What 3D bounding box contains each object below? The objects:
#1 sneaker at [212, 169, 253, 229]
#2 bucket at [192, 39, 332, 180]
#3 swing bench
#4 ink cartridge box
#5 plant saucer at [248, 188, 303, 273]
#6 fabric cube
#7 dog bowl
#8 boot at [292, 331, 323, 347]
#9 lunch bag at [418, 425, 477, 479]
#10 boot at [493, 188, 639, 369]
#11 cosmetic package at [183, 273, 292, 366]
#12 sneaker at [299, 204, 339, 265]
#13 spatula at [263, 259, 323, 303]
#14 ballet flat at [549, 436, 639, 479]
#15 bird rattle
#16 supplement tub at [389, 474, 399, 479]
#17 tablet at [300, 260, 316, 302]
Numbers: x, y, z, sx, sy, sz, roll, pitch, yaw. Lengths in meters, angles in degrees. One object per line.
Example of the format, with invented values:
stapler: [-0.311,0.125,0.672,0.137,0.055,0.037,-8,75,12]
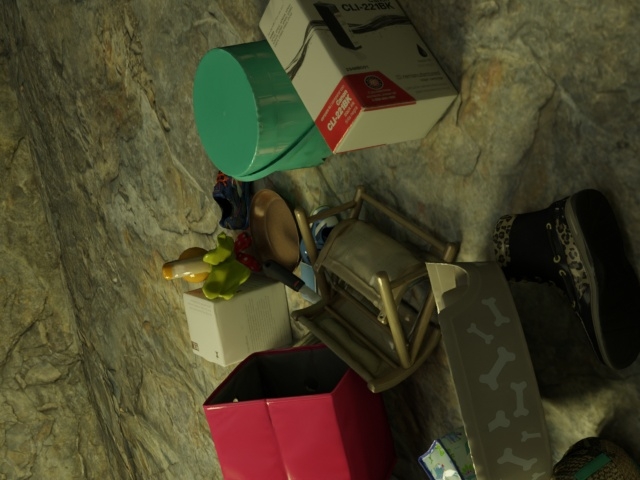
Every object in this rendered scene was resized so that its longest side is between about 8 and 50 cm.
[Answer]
sneaker: [-0.202,-0.125,1.831,0.083,0.087,0.221,-6,97,56]
bucket: [-0.106,-0.251,1.548,0.281,0.183,0.281,27,124,49]
swing bench: [0.083,0.080,1.425,0.253,0.165,0.254,38,137,42]
ink cartridge box: [0.055,-0.287,1.281,0.272,0.197,0.114,60,143,21]
plant saucer: [-0.088,-0.017,1.751,0.199,0.036,0.198,26,123,50]
fabric cube: [-0.029,0.357,1.512,0.259,0.254,0.258,-9,103,20]
dog bowl: [0.234,0.187,1.138,0.349,0.102,0.348,-14,-90,-83]
boot: [-0.007,0.298,1.719,0.165,0.077,0.213,55,137,27]
lunch bag: [0.255,0.377,1.309,0.151,0.129,0.096,54,143,26]
boot: [0.334,0.057,1.114,0.179,0.085,0.236,-13,91,62]
cosmetic package: [-0.186,0.175,1.837,0.151,0.184,0.151,8,109,54]
sneaker: [0.000,0.000,1.611,0.059,0.053,0.144,46,138,34]
spatula: [-0.019,0.109,1.646,0.296,0.084,0.030,34,169,36]
ballet flat: [0.326,0.496,1.203,0.164,0.182,0.482,39,133,41]
bird rattle: [-0.247,0.039,1.807,0.253,0.207,0.143,-97,-2,-78]
supplement tub: [0.028,0.594,1.561,0.228,0.316,0.228,29,127,48]
tablet: [-0.025,0.089,1.725,0.054,0.006,0.083,23,122,50]
